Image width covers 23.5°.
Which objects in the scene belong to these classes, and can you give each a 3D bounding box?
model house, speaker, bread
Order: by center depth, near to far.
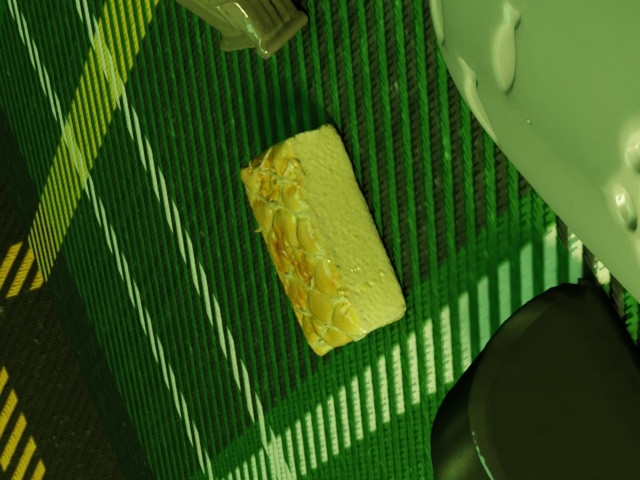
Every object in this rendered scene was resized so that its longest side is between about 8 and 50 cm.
[{"bbox_3d":[0.168,0.242,1.004,0.388,0.184,0.180,64,158,19],"label":"speaker"},{"bbox_3d":[-0.075,-0.254,1.256,0.188,0.122,0.229,44,163,25],"label":"model house"},{"bbox_3d":[0.001,0.001,1.348,0.188,0.068,0.125,69,158,4],"label":"bread"}]

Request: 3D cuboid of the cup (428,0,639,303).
[{"bbox_3d":[0.217,-0.059,0.607,0.274,0.259,0.356,52,-177,40],"label":"cup"}]
